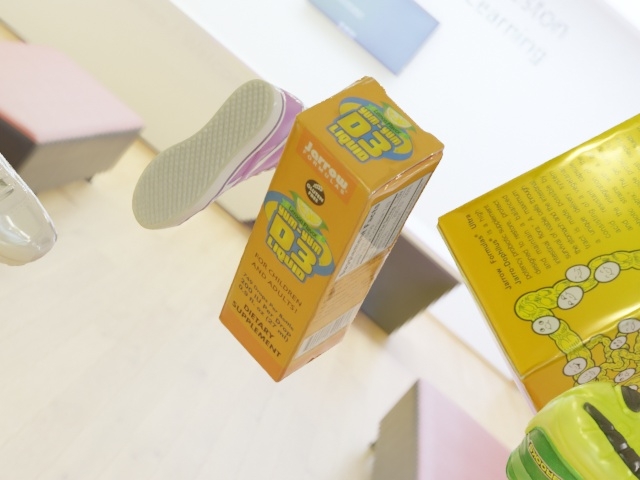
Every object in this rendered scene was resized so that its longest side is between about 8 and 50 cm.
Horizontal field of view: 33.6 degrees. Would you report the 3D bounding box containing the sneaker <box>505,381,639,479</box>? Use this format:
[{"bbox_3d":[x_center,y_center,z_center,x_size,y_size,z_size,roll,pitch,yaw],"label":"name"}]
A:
[{"bbox_3d":[0.229,0.226,0.671,0.109,0.123,0.295,-25,77,-39],"label":"sneaker"}]

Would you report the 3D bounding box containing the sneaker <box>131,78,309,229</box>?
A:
[{"bbox_3d":[-0.124,-0.099,1.486,0.161,0.282,0.102,14,44,-61],"label":"sneaker"}]

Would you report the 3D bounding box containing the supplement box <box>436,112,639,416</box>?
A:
[{"bbox_3d":[0.320,0.018,0.956,0.194,0.357,0.195,56,8,-47],"label":"supplement box"}]

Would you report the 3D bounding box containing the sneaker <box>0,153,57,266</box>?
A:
[{"bbox_3d":[-0.372,-0.068,1.140,0.235,0.090,0.095,43,-27,20],"label":"sneaker"}]

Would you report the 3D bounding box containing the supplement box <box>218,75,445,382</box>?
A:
[{"bbox_3d":[0.000,0.000,0.735,0.080,0.233,0.078,-29,67,-37],"label":"supplement box"}]
